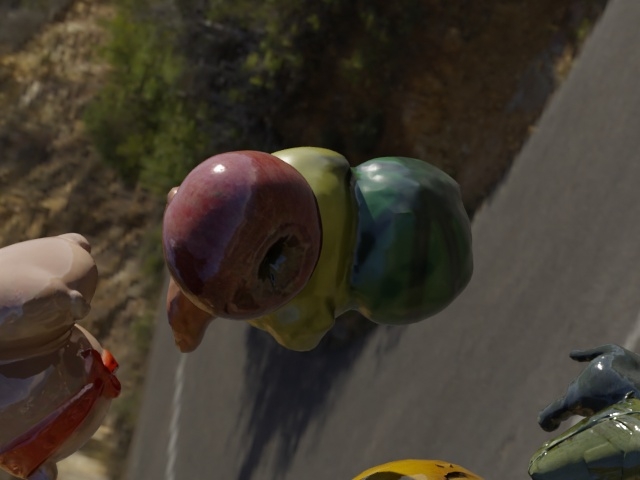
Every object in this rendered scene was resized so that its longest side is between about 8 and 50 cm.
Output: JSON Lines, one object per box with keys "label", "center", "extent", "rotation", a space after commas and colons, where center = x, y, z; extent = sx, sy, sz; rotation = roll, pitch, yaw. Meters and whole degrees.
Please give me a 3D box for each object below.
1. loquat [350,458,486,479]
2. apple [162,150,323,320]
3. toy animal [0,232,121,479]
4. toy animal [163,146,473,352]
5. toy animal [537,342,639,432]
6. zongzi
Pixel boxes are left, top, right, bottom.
{"label": "loquat", "center": [0.092, 0.318, 1.202], "extent": [0.235, 0.235, 0.235], "rotation": [-164, 90, -83]}
{"label": "apple", "center": [-0.072, -0.008, 1.199], "extent": [0.120, 0.153, 0.153], "rotation": [32, 112, 37]}
{"label": "toy animal", "center": [-0.253, 0.105, 1.163], "extent": [0.171, 0.171, 0.198], "rotation": [-93, -2, -69]}
{"label": "toy animal", "center": [0.002, -0.002, 1.407], "extent": [0.191, 0.338, 0.216], "rotation": [97, 167, -47]}
{"label": "toy animal", "center": [0.287, 0.217, 1.218], "extent": [0.137, 0.082, 0.269], "rotation": [-49, 53, 47]}
{"label": "zongzi", "center": [0.217, 0.186, 1.048], "extent": [0.062, 0.154, 0.130], "rotation": [62, 178, -14]}
